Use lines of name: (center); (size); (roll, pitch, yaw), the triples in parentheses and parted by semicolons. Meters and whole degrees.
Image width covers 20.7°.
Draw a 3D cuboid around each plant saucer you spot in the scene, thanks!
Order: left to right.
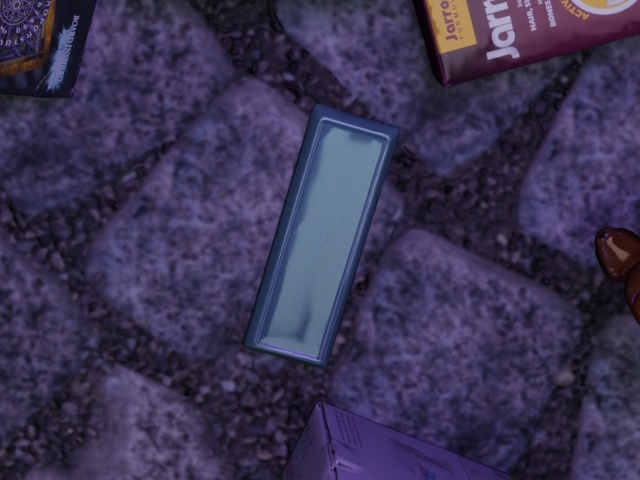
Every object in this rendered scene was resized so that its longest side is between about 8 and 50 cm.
plant saucer: (0.000, 0.000, 1.286); (0.067, 0.018, 0.192); (16, 102, -6)

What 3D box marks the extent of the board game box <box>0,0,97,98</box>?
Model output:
board game box: (-0.202, -0.188, 1.184); (0.126, 0.026, 0.186); (2, 114, -43)

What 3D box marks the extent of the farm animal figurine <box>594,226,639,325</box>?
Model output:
farm animal figurine: (0.340, -0.041, 1.231); (0.327, 0.172, 0.330); (27, 92, -21)

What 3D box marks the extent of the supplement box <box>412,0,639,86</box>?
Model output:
supplement box: (0.159, -0.184, 1.222); (0.188, 0.081, 0.104); (-16, 103, 1)

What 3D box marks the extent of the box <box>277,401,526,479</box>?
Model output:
box: (0.086, 0.237, 1.218); (0.231, 0.262, 0.127); (21, 101, -8)
